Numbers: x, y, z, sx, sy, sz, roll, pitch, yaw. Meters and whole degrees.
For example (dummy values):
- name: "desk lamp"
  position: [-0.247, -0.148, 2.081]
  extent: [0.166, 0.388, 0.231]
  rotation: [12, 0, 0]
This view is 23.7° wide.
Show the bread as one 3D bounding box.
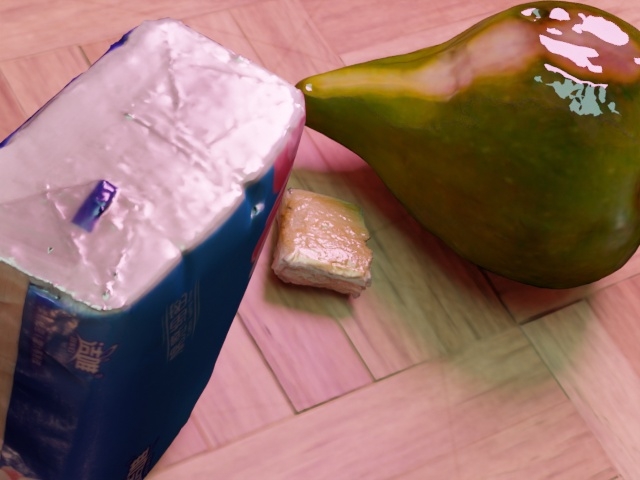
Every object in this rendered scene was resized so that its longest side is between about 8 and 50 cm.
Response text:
- name: "bread"
  position: [0.000, 0.000, 1.092]
  extent: [0.070, 0.035, 0.083]
  rotation: [10, 47, -15]

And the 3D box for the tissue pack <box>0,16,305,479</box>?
- name: "tissue pack"
  position: [-0.125, 0.036, 0.866]
  extent: [0.137, 0.270, 0.209]
  rotation: [36, 50, 8]

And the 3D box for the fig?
- name: "fig"
  position: [0.109, -0.079, 1.112]
  extent: [0.275, 0.206, 0.206]
  rotation: [8, 52, 7]
